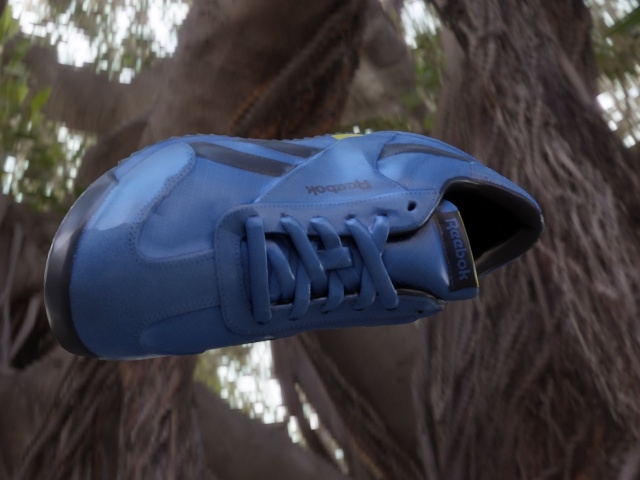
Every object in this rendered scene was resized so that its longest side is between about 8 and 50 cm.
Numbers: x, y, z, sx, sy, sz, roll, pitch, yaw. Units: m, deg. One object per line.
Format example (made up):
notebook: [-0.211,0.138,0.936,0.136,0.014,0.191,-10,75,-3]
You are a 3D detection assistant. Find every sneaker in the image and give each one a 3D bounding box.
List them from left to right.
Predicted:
sneaker: [0.000,0.000,0.611,0.082,0.209,0.069,12,-75,37]
